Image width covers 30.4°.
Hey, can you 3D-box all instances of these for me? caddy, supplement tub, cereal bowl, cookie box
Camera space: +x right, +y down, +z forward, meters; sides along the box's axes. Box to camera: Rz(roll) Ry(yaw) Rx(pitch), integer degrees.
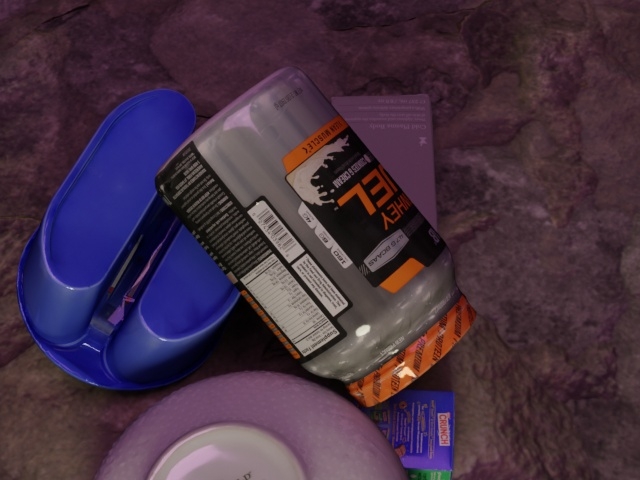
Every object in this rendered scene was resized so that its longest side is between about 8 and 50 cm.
[{"bbox_3d":[-0.187,0.001,1.319,0.241,0.179,0.341,30,60,-6],"label":"caddy"},{"bbox_3d":[0.000,0.000,1.180,0.193,0.193,0.316,-41,93,-22],"label":"supplement tub"},{"bbox_3d":[-0.078,0.271,1.127,0.339,0.141,0.339,-5,59,8],"label":"cereal bowl"},{"bbox_3d":[0.087,0.206,1.244,0.107,0.040,0.091,3,59,6],"label":"cookie box"}]

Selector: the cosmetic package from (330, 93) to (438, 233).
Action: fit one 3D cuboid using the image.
[{"bbox_3d":[0.071,-0.049,1.378,0.127,0.107,0.238,-2,55,0],"label":"cosmetic package"}]
